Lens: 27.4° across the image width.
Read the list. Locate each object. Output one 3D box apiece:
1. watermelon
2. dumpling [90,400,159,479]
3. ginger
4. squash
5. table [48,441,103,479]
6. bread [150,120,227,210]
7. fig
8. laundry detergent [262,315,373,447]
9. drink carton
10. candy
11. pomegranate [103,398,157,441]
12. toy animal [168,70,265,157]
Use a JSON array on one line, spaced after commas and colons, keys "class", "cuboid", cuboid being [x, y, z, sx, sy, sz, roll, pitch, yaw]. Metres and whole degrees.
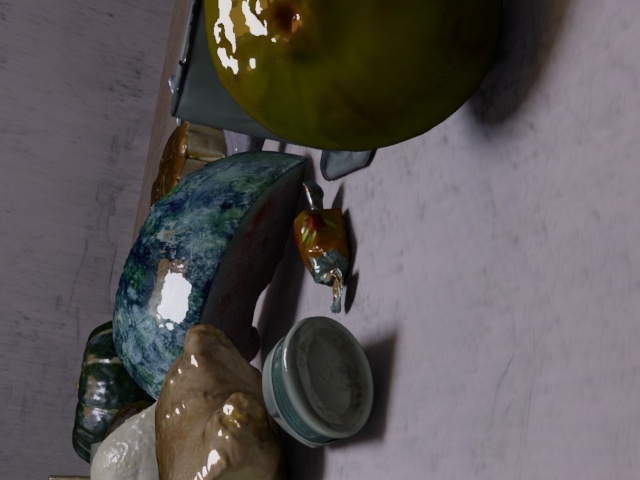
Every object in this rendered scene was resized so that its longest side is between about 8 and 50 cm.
[{"class": "watermelon", "cuboid": [-0.125, 0.036, 1.487, 0.318, 0.148, 0.226, -64, -27, -11]}, {"class": "dumpling", "cuboid": [-0.211, 0.310, 1.701, 0.216, 0.166, 0.126, -50, -13, 1]}, {"class": "ginger", "cuboid": [-0.094, 0.201, 1.266, 0.221, 0.130, 0.275, 101, 162, -56]}, {"class": "squash", "cuboid": [-0.321, 0.251, 2.152, 0.252, 0.165, 0.252, -171, 90, -76]}, {"class": "table", "cuboid": [-0.320, 0.430, 1.919, 0.121, 0.111, 0.240, -104, 2, -62]}, {"class": "bread", "cuboid": [-0.206, -0.079, 2.066, 0.210, 0.110, 0.192, 132, 146, -66]}, {"class": "fig", "cuboid": [0.037, -0.168, 0.921, 0.207, 0.230, 0.207, 13, 107, 47]}, {"class": "laundry detergent", "cuboid": [-0.011, 0.129, 1.124, 0.099, 0.070, 0.225, 64, 165, 7]}, {"class": "drink carton", "cuboid": [-0.042, -0.173, 1.280, 0.185, 0.190, 0.191, 162, 120, -82]}, {"class": "candy", "cuboid": [0.000, 0.000, 1.248, 0.182, 0.046, 0.053, -103, 25, -56]}, {"class": "pomegranate", "cuboid": [-0.225, 0.283, 1.844, 0.163, 0.138, 0.125, -25, -36, -52]}, {"class": "toy animal", "cuboid": [-0.103, -0.165, 1.615, 0.206, 0.081, 0.367, 24, -105, -58]}]
